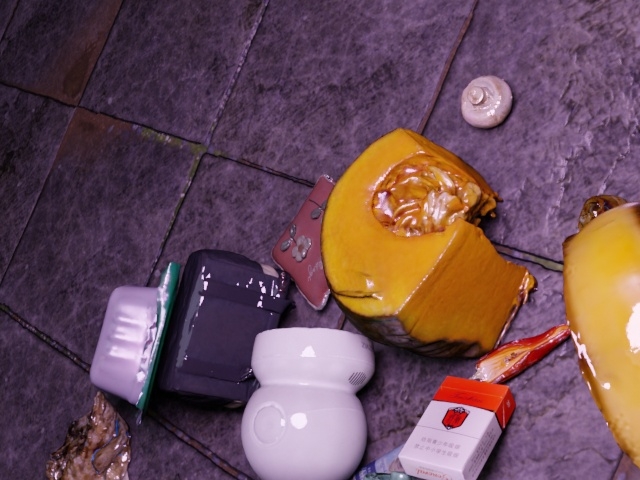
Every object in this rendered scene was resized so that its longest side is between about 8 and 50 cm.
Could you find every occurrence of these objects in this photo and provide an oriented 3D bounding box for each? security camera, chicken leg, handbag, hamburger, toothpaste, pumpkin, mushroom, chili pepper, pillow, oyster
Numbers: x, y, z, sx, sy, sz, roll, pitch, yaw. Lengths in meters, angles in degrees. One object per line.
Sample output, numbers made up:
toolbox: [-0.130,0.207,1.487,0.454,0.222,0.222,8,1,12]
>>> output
security camera: [-0.015,0.257,1.307,0.194,0.194,0.237,-10,70,37]
chicken leg: [0.394,0.016,1.148,0.093,0.070,0.178,-31,66,-3]
handbag: [-0.154,0.149,1.469,0.181,0.181,0.255,172,113,-70]
hamburger: [0.449,0.098,0.880,0.277,0.395,0.396,-27,58,29]
toothpaste: [0.115,0.321,1.278,0.216,0.037,0.062,-32,59,20]
pumpkin: [0.138,0.014,1.262,0.256,0.225,0.303,-36,48,18]
mushroom: [0.250,-0.211,1.346,0.083,0.067,0.084,-9,74,32]
chili pepper: [0.280,0.151,1.211,0.178,0.027,0.045,-36,58,24]
pillow: [0.000,0.000,1.466,0.179,0.075,0.171,-54,49,12]
oyster: [-0.436,0.423,1.665,0.214,0.083,0.223,-41,59,24]

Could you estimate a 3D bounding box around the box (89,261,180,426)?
box: [-0.325,0.174,1.526,0.336,0.105,0.264,145,140,-75]

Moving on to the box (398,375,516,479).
box: [0.184,0.254,1.189,0.100,0.048,0.152,6,40,38]

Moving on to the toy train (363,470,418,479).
toy train: [0.134,0.399,1.068,0.441,0.272,0.179,4,86,39]
